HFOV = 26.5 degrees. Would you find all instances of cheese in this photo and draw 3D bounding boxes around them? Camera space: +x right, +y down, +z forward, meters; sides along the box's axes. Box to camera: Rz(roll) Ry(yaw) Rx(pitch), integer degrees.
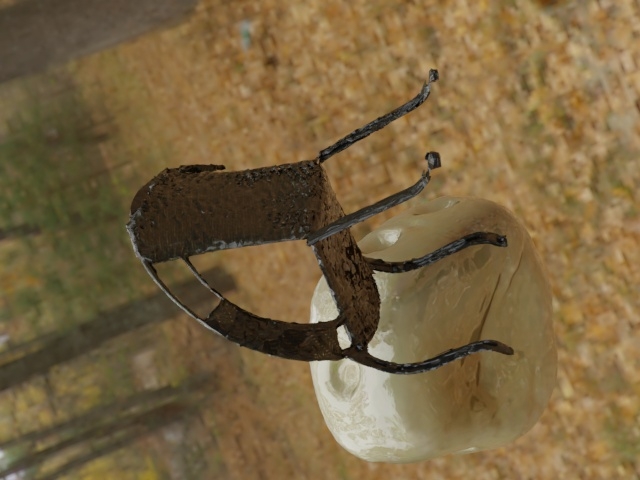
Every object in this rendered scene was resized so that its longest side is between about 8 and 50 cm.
[{"bbox_3d":[0.099,0.078,1.067,0.117,0.235,0.218,5,146,50],"label":"cheese"}]

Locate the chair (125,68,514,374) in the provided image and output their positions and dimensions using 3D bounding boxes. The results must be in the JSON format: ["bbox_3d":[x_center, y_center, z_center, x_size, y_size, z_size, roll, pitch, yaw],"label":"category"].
[{"bbox_3d":[0.000,0.000,0.855,0.174,0.213,0.149,-83,-23,-55],"label":"chair"}]
